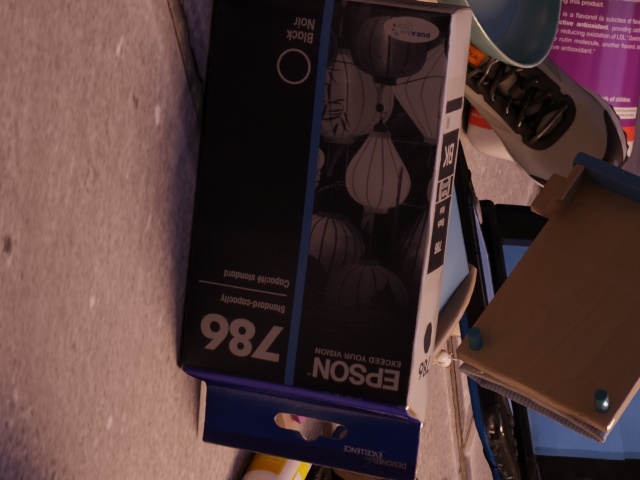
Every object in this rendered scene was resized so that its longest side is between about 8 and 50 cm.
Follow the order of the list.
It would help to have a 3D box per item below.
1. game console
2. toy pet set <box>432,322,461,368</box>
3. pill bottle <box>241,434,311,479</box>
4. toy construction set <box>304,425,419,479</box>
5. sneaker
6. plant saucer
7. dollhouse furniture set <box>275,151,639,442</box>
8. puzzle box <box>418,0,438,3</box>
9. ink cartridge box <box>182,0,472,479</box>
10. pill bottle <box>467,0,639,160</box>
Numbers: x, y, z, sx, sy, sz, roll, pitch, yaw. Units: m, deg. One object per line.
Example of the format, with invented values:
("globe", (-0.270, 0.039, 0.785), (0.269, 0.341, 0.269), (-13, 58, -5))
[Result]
("game console", (0.218, 0.068, 1.748), (0.250, 0.173, 0.293), (66, 15, -63))
("toy pet set", (0.144, 0.070, 1.935), (0.114, 0.065, 0.122), (180, -78, -71))
("pill bottle", (-0.037, 0.186, 1.484), (0.083, 0.043, 0.043), (-58, 153, -54))
("toy construction set", (0.085, 0.326, 1.643), (0.257, 0.237, 0.309), (-41, 138, -67))
("sneaker", (0.172, -0.139, 1.745), (0.100, 0.271, 0.108), (-47, 153, 17))
("plant saucer", (0.132, -0.301, 1.651), (0.317, 0.043, 0.318), (35, 49, -56))
("dollhouse furniture set", (0.144, 0.096, 1.460), (0.286, 0.303, 0.198), (-54, 152, -24))
("puzzle box", (0.062, -0.028, 1.702), (0.409, 0.052, 0.272), (78, 26, -52))
("ink cartridge box", (0.000, 0.000, 1.282), (0.065, 0.165, 0.333), (-31, 128, -70))
("pill bottle", (0.264, -0.244, 2.062), (0.181, 0.181, 0.323), (-22, 121, -72))
